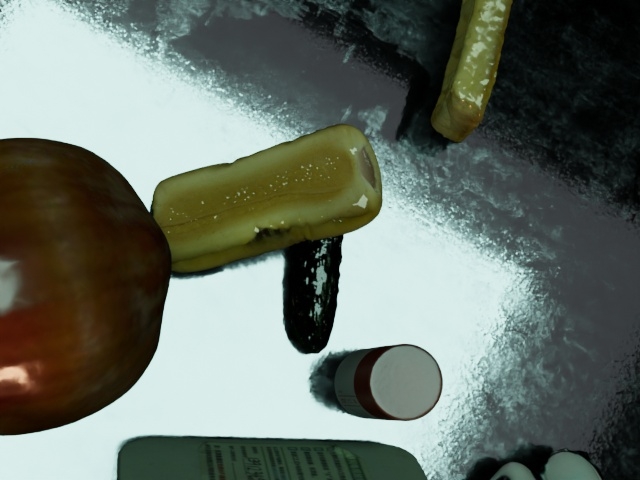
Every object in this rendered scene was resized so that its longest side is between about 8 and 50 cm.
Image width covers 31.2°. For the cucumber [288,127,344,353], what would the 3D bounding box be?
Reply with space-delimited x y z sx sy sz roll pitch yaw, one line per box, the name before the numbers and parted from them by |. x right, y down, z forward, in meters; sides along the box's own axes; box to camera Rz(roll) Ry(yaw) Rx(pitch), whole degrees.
cucumber | 0.000 0.000 1.546 0.081 0.072 0.303 12 82 -9

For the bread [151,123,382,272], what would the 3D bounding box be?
bread | -0.070 -0.050 1.487 0.305 0.091 0.142 -15 70 12

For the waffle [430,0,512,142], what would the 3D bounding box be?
waffle | 0.217 -0.282 1.572 0.057 0.168 0.274 15 82 -2

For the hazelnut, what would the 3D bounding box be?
hazelnut | -0.359 0.052 1.362 0.366 0.366 0.365 1 83 -10

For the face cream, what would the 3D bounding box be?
face cream | 0.084 0.182 1.467 0.096 0.214 0.095 1 82 -10

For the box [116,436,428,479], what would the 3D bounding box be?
box | -0.040 0.351 1.334 0.397 0.396 0.111 3 105 -9

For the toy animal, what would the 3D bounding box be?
toy animal | 0.294 0.369 1.514 0.179 0.166 0.138 -10 129 -12
